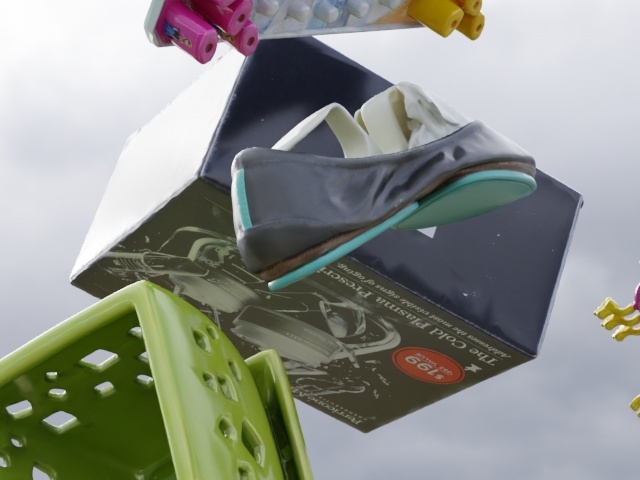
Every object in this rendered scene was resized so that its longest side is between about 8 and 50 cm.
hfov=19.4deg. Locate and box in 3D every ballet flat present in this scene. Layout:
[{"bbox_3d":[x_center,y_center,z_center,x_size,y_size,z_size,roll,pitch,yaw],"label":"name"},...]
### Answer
[{"bbox_3d":[0.044,-0.047,1.167,0.095,0.096,0.280,-28,-6,36],"label":"ballet flat"}]

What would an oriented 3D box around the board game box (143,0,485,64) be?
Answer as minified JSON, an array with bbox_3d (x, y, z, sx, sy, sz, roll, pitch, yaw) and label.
[{"bbox_3d":[0.077,-0.309,1.325,0.390,0.050,0.390,-13,-47,-53],"label":"board game box"}]

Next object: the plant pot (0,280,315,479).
[{"bbox_3d":[-0.128,0.192,1.410,0.227,0.228,0.207,-30,-30,26],"label":"plant pot"}]

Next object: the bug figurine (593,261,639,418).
[{"bbox_3d":[0.379,0.051,1.725,0.216,0.279,0.072,40,-3,-34],"label":"bug figurine"}]

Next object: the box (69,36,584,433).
[{"bbox_3d":[0.000,0.000,1.701,0.343,0.179,0.312,28,-28,-17],"label":"box"}]
